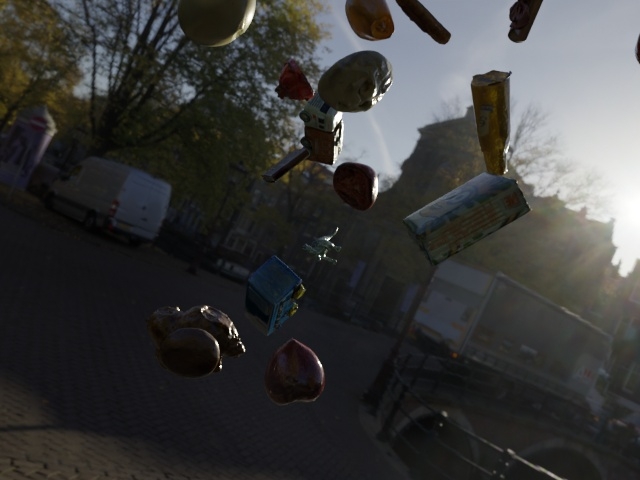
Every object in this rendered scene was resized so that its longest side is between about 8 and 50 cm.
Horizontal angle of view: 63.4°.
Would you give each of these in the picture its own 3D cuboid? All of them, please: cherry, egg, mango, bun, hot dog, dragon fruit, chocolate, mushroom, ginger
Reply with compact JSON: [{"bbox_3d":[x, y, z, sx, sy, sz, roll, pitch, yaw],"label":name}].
[{"bbox_3d":[-0.104,0.510,1.994,0.239,0.239,0.206,25,-26,10],"label":"cherry"},{"bbox_3d":[-0.329,-0.743,1.652,0.219,0.269,0.219,58,7,-12],"label":"egg"},{"bbox_3d":[0.166,-0.763,1.750,0.187,0.144,0.359,48,14,-16],"label":"mango"},{"bbox_3d":[0.111,-0.447,1.514,0.231,0.231,0.133,34,34,-74],"label":"bun"},{"bbox_3d":[0.298,-0.659,1.539,0.216,0.047,0.066,39,-1,-16],"label":"hot dog"},{"bbox_3d":[-0.098,-0.512,1.724,0.153,0.111,0.153,52,2,-3],"label":"dragon fruit"},{"bbox_3d":[0.735,-0.477,2.173,0.162,0.162,0.445,23,-41,48],"label":"chocolate"},{"bbox_3d":[-0.272,0.238,1.077,0.123,0.123,0.052,26,11,-15],"label":"mushroom"},{"bbox_3d":[-0.467,0.379,1.950,0.358,0.274,0.152,-2,7,-8],"label":"ginger"}]

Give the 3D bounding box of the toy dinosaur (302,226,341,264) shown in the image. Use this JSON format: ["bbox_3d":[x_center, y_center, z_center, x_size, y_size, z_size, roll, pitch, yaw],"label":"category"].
[{"bbox_3d":[0.037,0.033,2.078,0.129,0.076,0.383,45,17,8],"label":"toy dinosaur"}]

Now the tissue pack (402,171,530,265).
[{"bbox_3d":[0.409,-0.071,1.502,0.128,0.311,0.228,59,5,-13],"label":"tissue pack"}]

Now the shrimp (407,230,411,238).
[{"bbox_3d":[0.370,-0.045,1.917,0.079,0.090,0.233,26,-6,8],"label":"shrimp"}]

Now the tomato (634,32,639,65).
[{"bbox_3d":[0.878,-0.529,1.287,0.085,0.225,0.225,53,11,28],"label":"tomato"}]

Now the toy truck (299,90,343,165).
[{"bbox_3d":[0.013,-0.458,2.153,0.162,0.136,0.305,20,-31,13],"label":"toy truck"}]

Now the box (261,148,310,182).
[{"bbox_3d":[-0.132,-0.285,1.960,0.035,0.177,0.115,56,-16,-23],"label":"box"}]

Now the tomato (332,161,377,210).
[{"bbox_3d":[0.121,-0.192,1.669,0.174,0.082,0.166,32,-39,38],"label":"tomato"}]

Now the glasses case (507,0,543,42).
[{"bbox_3d":[0.539,-0.620,1.350,0.070,0.193,0.102,21,23,7],"label":"glasses case"}]

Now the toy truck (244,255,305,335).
[{"bbox_3d":[-0.172,0.200,1.817,0.161,0.162,0.385,43,-25,11],"label":"toy truck"}]
